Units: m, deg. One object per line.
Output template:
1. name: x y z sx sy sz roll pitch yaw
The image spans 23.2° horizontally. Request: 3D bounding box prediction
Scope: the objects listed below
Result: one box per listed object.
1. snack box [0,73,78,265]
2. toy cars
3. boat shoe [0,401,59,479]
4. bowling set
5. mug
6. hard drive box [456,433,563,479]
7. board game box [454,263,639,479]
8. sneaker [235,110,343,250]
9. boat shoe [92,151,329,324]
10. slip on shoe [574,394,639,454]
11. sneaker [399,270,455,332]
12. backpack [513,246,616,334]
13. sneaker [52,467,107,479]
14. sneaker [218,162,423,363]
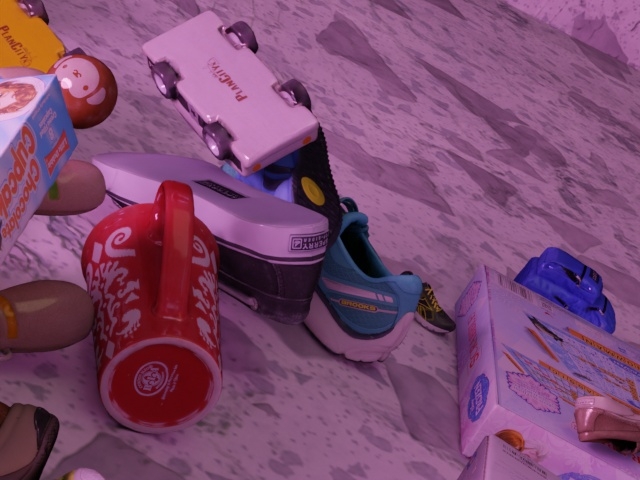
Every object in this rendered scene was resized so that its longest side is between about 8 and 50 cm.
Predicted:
1. snack box: -0.286 0.007 0.934 0.187 0.060 0.322 -3 33 16
2. toy cars: -0.181 -0.138 1.462 0.394 0.087 0.176 10 53 12
3. boat shoe: -0.236 0.166 0.839 0.120 0.122 0.324 25 14 -4
4. bowling set: -0.254 -0.069 1.136 0.154 0.200 0.287 -7 51 -44
5. mug: -0.133 0.048 1.203 0.113 0.150 0.169 -15 34 1
6. hard drive box: 0.175 0.251 1.170 0.181 0.089 0.232 33 8 4
7. board game box: 0.286 0.183 1.566 0.319 0.066 0.318 29 22 -8
8. sneaker: -0.034 -0.046 1.454 0.069 0.082 0.209 38 27 -34
9. boat shoe: -0.106 -0.005 1.387 0.113 0.105 0.306 -8 21 -44
10. slip on shoe: 0.284 0.178 1.434 0.135 0.051 0.041 24 63 -38
11. sneaker: 0.108 0.064 1.627 0.083 0.035 0.031 36 22 10
12. backpack: 0.274 0.076 1.745 0.120 0.101 0.098 36 28 0
13. sneaker: -0.153 0.199 0.878 0.091 0.126 0.240 63 -20 -8
14. sneaker: 0.000 0.000 1.517 0.275 0.110 0.107 44 24 30
